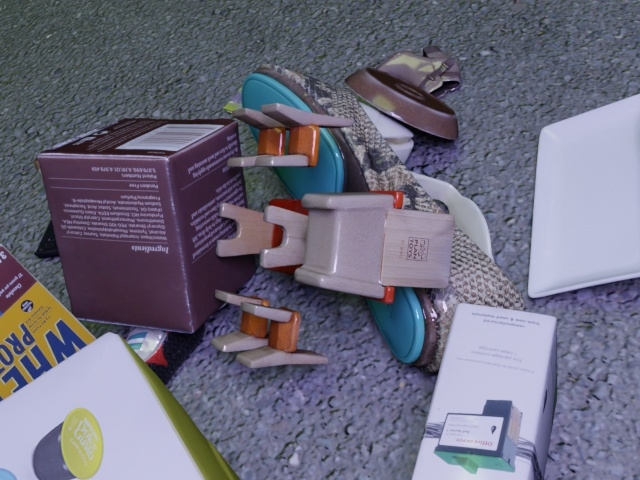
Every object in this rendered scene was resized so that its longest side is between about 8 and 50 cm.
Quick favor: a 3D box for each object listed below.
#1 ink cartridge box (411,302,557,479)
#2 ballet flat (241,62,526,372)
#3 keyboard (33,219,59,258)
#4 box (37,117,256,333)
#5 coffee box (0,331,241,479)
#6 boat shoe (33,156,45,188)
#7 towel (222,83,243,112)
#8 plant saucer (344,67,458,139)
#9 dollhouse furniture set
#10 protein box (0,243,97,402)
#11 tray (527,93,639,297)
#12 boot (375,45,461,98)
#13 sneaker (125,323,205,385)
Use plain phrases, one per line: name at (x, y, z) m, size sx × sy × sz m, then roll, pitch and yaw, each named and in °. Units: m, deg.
ink cartridge box at (0.144, 0.192, 0.652) m, size 0.092 × 0.160 × 0.219 m, roll 6°, pitch 54°, yaw 22°
ballet flat at (0.074, -0.054, 0.908) m, size 0.182 × 0.164 × 0.483 m, roll -15°, pitch 50°, yaw -24°
keyboard at (-0.309, -0.003, 1.052) m, size 0.180 × 0.023 × 0.108 m, roll -8°, pitch 43°, yaw 12°
box at (-0.192, -0.026, 0.877) m, size 0.167 × 0.203 × 0.168 m, roll 4°, pitch 22°, yaw 20°
coffee box at (-0.147, 0.339, 0.499) m, size 0.334 × 0.338 × 0.337 m, roll -33°, pitch 49°, yaw -12°
boat shoe at (-0.266, -0.109, 1.096) m, size 0.285 × 0.089 × 0.104 m, roll -7°, pitch 23°, yaw 8°
towel at (-0.110, -0.228, 1.186) m, size 0.060 × 0.009 × 0.083 m, roll 17°, pitch 58°, yaw 28°
plant saucer at (0.113, -0.186, 0.992) m, size 0.168 × 0.029 × 0.168 m, roll 23°, pitch 22°, yaw -10°
dollhouse furniture set at (0.000, 0.000, 0.771) m, size 0.135 × 0.262 × 0.259 m, roll 4°, pitch 2°, yaw -29°
protein box at (-0.351, 0.108, 0.814) m, size 0.136 × 0.201 × 0.200 m, roll -48°, pitch 32°, yaw -21°
tray at (0.318, -0.051, 0.865) m, size 0.145 × 0.030 × 0.270 m, roll -18°, pitch 42°, yaw 38°
boot at (0.143, -0.237, 1.096) m, size 0.118 × 0.042 × 0.087 m, roll -24°, pitch 56°, yaw 6°
sneaker at (-0.211, 0.139, 0.887) m, size 0.075 × 0.057 × 0.161 m, roll 16°, pitch 57°, yaw 48°
